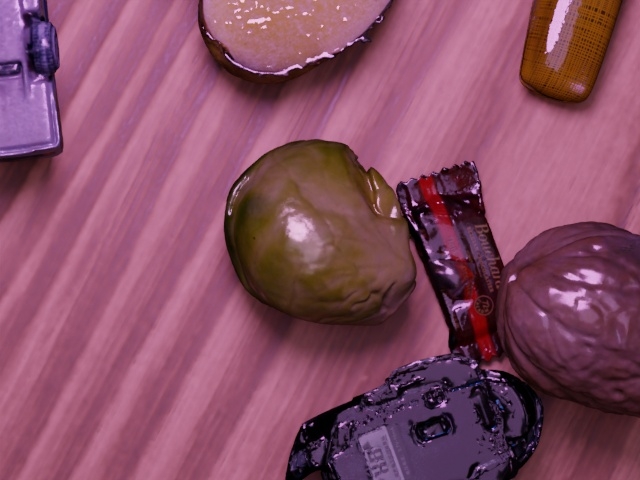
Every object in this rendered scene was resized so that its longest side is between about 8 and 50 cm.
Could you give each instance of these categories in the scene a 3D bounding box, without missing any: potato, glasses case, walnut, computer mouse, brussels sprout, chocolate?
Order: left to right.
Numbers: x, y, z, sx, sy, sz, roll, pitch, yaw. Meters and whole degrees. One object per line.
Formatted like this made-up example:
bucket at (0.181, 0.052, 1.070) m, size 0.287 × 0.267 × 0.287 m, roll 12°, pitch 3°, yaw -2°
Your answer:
potato at (-0.017, -0.221, 1.758) m, size 0.200 × 0.081 × 0.164 m, roll -40°, pitch 80°, yaw -8°
brussels sprout at (-0.007, 0.003, 1.718) m, size 0.145 × 0.131 × 0.183 m, roll -29°, pitch 87°, yaw -27°
computer mouse at (0.085, 0.185, 1.730) m, size 0.242 × 0.077 × 0.146 m, roll -18°, pitch 86°, yaw -2°
chocolate at (0.132, 0.022, 1.771) m, size 0.086 × 0.028 × 0.182 m, roll -17°, pitch 85°, yaw -7°
glasses case at (0.243, -0.242, 1.781) m, size 0.079 × 0.064 × 0.234 m, roll 19°, pitch 84°, yaw -9°
walnut at (0.263, 0.073, 1.702) m, size 0.230 × 0.178 × 0.178 m, roll 22°, pitch 84°, yaw -11°

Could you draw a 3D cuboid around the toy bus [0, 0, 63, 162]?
toy bus at (-0.289, -0.232, 1.712) m, size 0.109 × 0.136 × 0.329 m, roll -6°, pitch 86°, yaw -2°
